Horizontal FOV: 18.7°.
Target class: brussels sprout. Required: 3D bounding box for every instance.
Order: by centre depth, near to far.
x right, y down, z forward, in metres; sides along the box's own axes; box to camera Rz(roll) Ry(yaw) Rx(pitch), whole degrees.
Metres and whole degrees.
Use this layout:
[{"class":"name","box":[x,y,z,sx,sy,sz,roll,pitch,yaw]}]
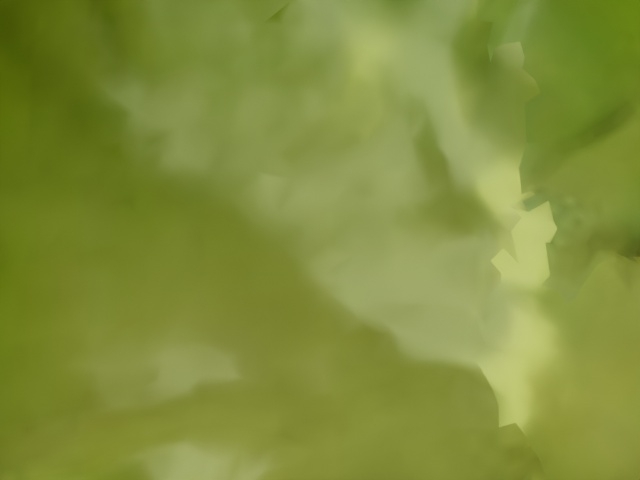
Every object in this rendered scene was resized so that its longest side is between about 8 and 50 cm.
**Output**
[{"class":"brussels sprout","box":[0.000,0.000,0.582,0.344,0.268,0.344,-11,59,18]}]
